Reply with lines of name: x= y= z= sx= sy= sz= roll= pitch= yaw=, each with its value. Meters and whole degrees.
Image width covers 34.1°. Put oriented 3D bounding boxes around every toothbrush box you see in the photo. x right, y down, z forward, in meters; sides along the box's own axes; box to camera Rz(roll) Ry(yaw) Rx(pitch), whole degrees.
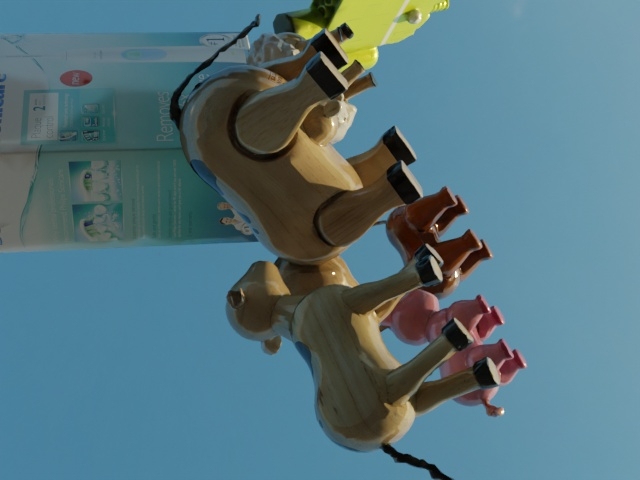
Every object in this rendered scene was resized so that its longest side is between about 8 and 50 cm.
toothbrush box: x=-0.209 y=-0.104 z=1.044 sx=0.295 sy=0.216 sz=0.126 roll=-3 pitch=-49 yaw=-9

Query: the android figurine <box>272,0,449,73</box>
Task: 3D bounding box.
android figurine: x=0.074 y=-0.305 z=1.291 sx=0.272 sy=0.248 sz=0.056 roll=-16 pitch=-117 yaw=-38

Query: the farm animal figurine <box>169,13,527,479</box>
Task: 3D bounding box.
farm animal figurine: x=0.000 y=0.000 z=0.778 sx=0.172 sy=0.330 sz=0.327 roll=-32 pitch=-85 yaw=15
